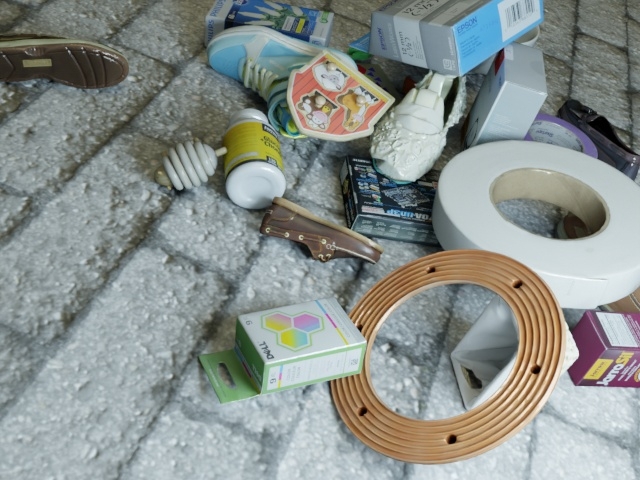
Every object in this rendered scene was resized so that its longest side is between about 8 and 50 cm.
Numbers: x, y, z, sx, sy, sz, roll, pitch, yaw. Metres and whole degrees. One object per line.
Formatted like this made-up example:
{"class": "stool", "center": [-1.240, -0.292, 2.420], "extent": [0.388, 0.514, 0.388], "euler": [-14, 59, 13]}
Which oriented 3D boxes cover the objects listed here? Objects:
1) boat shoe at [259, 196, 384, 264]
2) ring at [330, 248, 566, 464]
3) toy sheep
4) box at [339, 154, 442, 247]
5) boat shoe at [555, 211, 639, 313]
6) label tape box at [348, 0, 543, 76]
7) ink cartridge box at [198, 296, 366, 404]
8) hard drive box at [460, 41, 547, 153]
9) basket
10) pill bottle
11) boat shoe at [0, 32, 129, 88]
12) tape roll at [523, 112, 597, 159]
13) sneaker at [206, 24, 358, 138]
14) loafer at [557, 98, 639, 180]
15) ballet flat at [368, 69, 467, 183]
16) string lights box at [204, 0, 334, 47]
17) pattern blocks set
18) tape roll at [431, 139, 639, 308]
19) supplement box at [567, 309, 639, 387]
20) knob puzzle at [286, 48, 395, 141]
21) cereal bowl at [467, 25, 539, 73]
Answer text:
{"class": "boat shoe", "center": [0.000, 0.000, 1.299], "extent": [0.207, 0.073, 0.073], "euler": [23, 79, 8]}
{"class": "ring", "center": [0.170, 0.153, 1.082], "extent": [0.337, 0.032, 0.336], "euler": [-19, 44, 19]}
{"class": "toy sheep", "center": [-0.221, -0.131, 1.328], "extent": [0.132, 0.091, 0.091], "euler": [-28, 53, -1]}
{"class": "box", "center": [0.153, -0.072, 1.441], "extent": [0.220, 0.051, 0.175], "euler": [8, 42, -14]}
{"class": "boat shoe", "center": [0.550, 0.045, 1.424], "extent": [0.123, 0.116, 0.324], "euler": [-8, 48, -28]}
{"class": "label tape box", "center": [0.243, -0.474, 1.627], "extent": [0.249, 0.115, 0.348], "euler": [-36, 41, -22]}
{"class": "ink cartridge box", "center": [-0.054, 0.149, 1.086], "extent": [0.209, 0.062, 0.109], "euler": [-9, 35, -24]}
{"class": "hard drive box", "center": [0.368, -0.260, 1.593], "extent": [0.089, 0.232, 0.181], "euler": [18, 41, -3]}
{"class": "basket", "center": [0.283, 0.169, 1.153], "extent": [0.103, 0.167, 0.113], "euler": [11, 42, -20]}
{"class": "pill bottle", "center": [-0.120, -0.149, 1.377], "extent": [0.103, 0.103, 0.184], "euler": [5, 44, -16]}
{"class": "boat shoe", "center": [-0.489, -0.346, 1.453], "extent": [0.258, 0.095, 0.095], "euler": [2, 38, -19]}
{"class": "tape roll", "center": [0.488, -0.188, 1.679], "extent": [0.189, 0.080, 0.189], "euler": [12, 42, -11]}
{"class": "sneaker", "center": [-0.099, -0.308, 1.548], "extent": [0.319, 0.127, 0.208], "euler": [12, 52, 9]}
{"class": "loafer", "center": [0.643, -0.239, 1.783], "extent": [0.109, 0.095, 0.302], "euler": [3, 44, -19]}
{"class": "ballet flat", "center": [0.203, -0.260, 1.544], "extent": [0.147, 0.147, 0.409], "euler": [26, 38, 7]}
{"class": "string lights box", "center": [-0.111, -0.461, 1.714], "extent": [0.260, 0.076, 0.133], "euler": [11, 41, 1]}
{"class": "pattern blocks set", "center": [0.097, -0.330, 1.715], "extent": [0.286, 0.026, 0.324], "euler": [4, 44, -19]}
{"class": "tape roll", "center": [0.389, -0.040, 1.357], "extent": [0.392, 0.072, 0.392], "euler": [4, 40, -3]}
{"class": "supplement box", "center": [0.502, 0.179, 1.271], "extent": [0.188, 0.104, 0.080], "euler": [4, 44, -17]}
{"class": "knob puzzle", "center": [0.022, -0.261, 1.451], "extent": [0.213, 0.030, 0.213], "euler": [6, 62, -12]}
{"class": "cereal bowl", "center": [0.354, -0.515, 1.931], "extent": [0.339, 0.141, 0.338], "euler": [12, 42, -11]}
